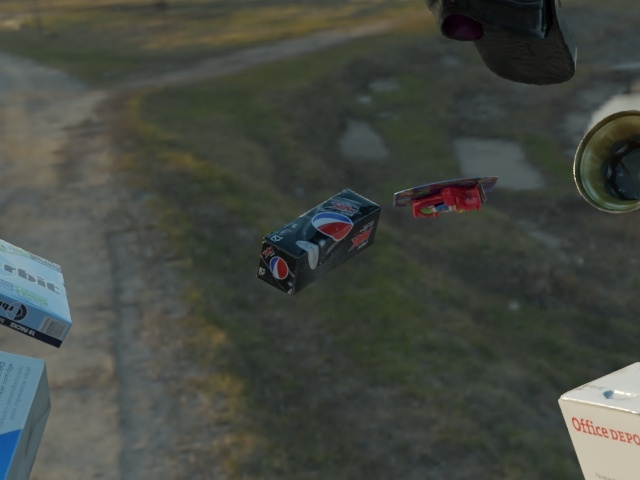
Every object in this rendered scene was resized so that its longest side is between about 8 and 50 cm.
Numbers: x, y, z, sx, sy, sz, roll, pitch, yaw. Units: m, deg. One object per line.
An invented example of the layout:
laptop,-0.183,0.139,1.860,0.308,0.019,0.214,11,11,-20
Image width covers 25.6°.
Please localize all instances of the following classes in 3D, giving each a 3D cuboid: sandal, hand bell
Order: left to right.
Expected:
sandal,0.226,-0.287,1.783,0.168,0.107,0.446,3,-20,29
hand bell,0.421,-0.061,1.721,0.126,0.126,0.242,1,-14,38

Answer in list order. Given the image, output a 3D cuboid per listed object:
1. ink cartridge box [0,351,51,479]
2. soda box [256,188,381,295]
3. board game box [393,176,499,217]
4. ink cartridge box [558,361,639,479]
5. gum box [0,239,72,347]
ink cartridge box,-0.334,0.141,1.059,0.231,0.078,0.134,10,55,1
soda box,0.000,0.000,1.641,0.053,0.060,0.169,29,37,24
board game box,0.163,-0.047,1.817,0.133,0.033,0.168,-9,-8,1
ink cartridge box,0.401,0.291,1.556,0.121,0.289,0.211,-22,7,-18
gum box,-0.398,0.053,1.780,0.157,0.041,0.184,26,13,-22
